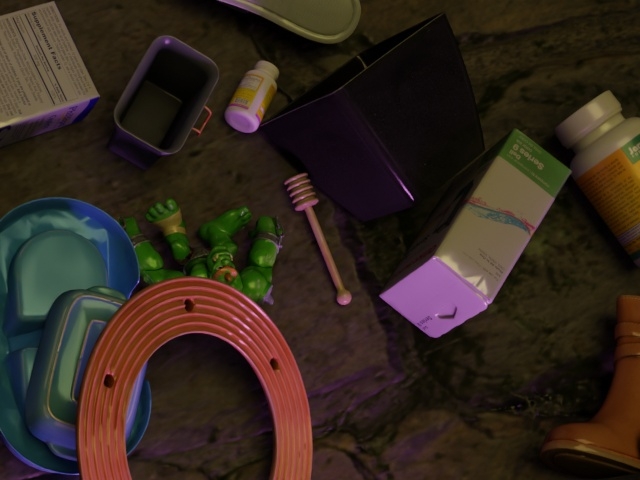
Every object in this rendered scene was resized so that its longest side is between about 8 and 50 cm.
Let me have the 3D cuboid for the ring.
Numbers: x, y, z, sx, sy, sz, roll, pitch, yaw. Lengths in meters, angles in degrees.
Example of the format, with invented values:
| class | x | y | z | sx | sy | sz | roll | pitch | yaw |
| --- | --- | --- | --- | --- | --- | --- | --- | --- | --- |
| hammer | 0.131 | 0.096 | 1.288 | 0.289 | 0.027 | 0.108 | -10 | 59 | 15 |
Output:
| class | x | y | z | sx | sy | sz | roll | pitch | yaw |
| --- | --- | --- | --- | --- | --- | --- | --- | --- | --- |
| ring | -0.128 | 0.204 | 1.652 | 0.337 | 0.032 | 0.336 | 12 | 73 | -47 |

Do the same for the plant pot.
| class | x | y | z | sx | sy | sz | roll | pitch | yaw |
| --- | --- | --- | --- | --- | --- | --- | --- | --- | --- |
| plant pot | 0.078 | -0.131 | 1.866 | 0.188 | 0.187 | 0.167 | -40 | 102 | -29 |

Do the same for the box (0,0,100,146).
| class | x | y | z | sx | sy | sz | roll | pitch | yaw |
| --- | --- | --- | --- | --- | --- | --- | --- | --- | --- |
| box | -0.334 | -0.179 | 1.763 | 0.137 | 0.072 | 0.126 | -21 | 80 | -27 |

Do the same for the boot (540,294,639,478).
| class | x | y | z | sx | sy | sz | roll | pitch | yaw |
| --- | --- | --- | --- | --- | --- | --- | --- | --- | --- |
| boot | 0.371 | 0.169 | 1.897 | 0.283 | 0.109 | 0.220 | 6 | 75 | -27 |

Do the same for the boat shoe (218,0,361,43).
| class | x | y | z | sx | sy | sz | roll | pitch | yaw |
| --- | --- | --- | --- | --- | --- | --- | --- | --- | --- |
| boat shoe | -0.094 | -0.325 | 1.913 | 0.302 | 0.091 | 0.114 | 34 | 94 | -10 |

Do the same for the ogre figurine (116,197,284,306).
| class | x | y | z | sx | sy | sz | roll | pitch | yaw |
| --- | --- | --- | --- | --- | --- | --- | --- | --- | --- |
| ogre figurine | -0.125 | 0.023 | 1.767 | 0.197 | 0.097 | 0.118 | 13 | 48 | -42 |

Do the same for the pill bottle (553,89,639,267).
| class | x | y | z | sx | sy | sz | roll | pitch | yaw |
| --- | --- | --- | --- | --- | --- | --- | --- | --- | --- |
| pill bottle | 0.386 | -0.079 | 2.002 | 0.118 | 0.117 | 0.208 | -33 | 85 | -29 |

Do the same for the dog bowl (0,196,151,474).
| class | x | y | z | sx | sy | sz | roll | pitch | yaw |
| --- | --- | --- | --- | --- | --- | --- | --- | --- | --- |
| dog bowl | -0.273 | 0.106 | 1.681 | 0.166 | 0.074 | 0.297 | 0 | 70 | -23 |

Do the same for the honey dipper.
| class | x | y | z | sx | sy | sz | roll | pitch | yaw |
| --- | --- | --- | --- | --- | --- | --- | --- | --- | --- |
| honey dipper | 0.000 | 0.000 | 1.864 | 0.030 | 0.030 | 0.160 | -18 | 83 | -27 |

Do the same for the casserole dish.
| class | x | y | z | sx | sy | sz | roll | pitch | yaw |
| --- | --- | --- | --- | --- | --- | --- | --- | --- | --- |
| casserole dish | -0.231 | 0.129 | 1.627 | 0.114 | 0.037 | 0.188 | 18 | 66 | -16 |

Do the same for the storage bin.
| class | x | y | z | sx | sy | sz | roll | pitch | yaw |
| --- | --- | --- | --- | --- | --- | --- | --- | --- | --- |
| storage bin | -0.179 | -0.145 | 1.804 | 0.098 | 0.091 | 0.135 | 30 | 63 | -10 |

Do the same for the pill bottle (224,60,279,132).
| class | x | y | z | sx | sy | sz | roll | pitch | yaw |
| --- | --- | --- | --- | --- | --- | --- | --- | --- | --- |
| pill bottle | -0.078 | -0.170 | 1.883 | 0.043 | 0.043 | 0.083 | 31 | 62 | -10 |

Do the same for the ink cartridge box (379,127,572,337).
| class | x | y | z | sx | sy | sz | roll | pitch | yaw |
| --- | --- | --- | --- | --- | --- | --- | --- | --- | --- |
| ink cartridge box | 0.179 | -0.006 | 1.866 | 0.093 | 0.154 | 0.212 | 37 | 62 | -6 |
